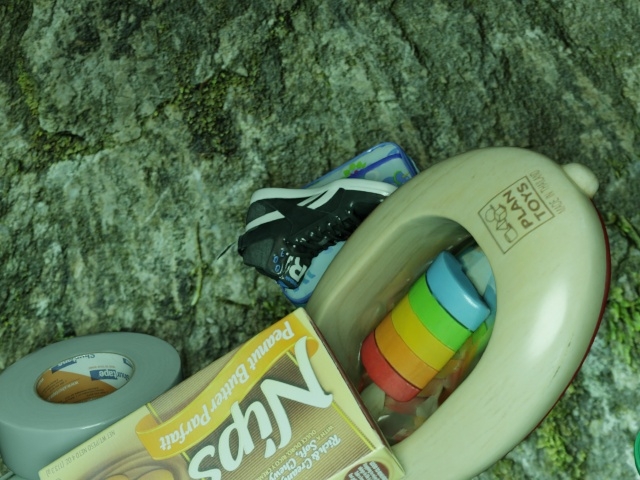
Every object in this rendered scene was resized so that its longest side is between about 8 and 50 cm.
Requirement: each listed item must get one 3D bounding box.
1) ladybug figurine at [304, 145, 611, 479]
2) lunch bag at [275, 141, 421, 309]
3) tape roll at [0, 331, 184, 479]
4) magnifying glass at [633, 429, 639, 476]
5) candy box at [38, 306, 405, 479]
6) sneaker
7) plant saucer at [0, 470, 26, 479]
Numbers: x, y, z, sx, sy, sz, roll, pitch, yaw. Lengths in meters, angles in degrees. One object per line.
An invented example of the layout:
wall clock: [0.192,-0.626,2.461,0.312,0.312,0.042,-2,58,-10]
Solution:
ladybug figurine: [0.140,0.095,1.126,0.449,0.162,0.305,-48,50,28]
lunch bag: [0.040,-0.012,1.348,0.219,0.090,0.176,-27,51,12]
tape roll: [-0.262,0.186,1.230,0.219,0.072,0.219,-6,22,2]
magnifying glass: [0.406,0.283,1.122,0.092,0.026,0.231,-19,49,-5]
candy box: [-0.100,0.228,1.054,0.317,0.087,0.183,-31,53,-1]
sneaker: [0.000,0.000,1.262,0.217,0.079,0.121,-4,63,37]
plant saucer: [-0.255,0.368,1.127,0.401,0.100,0.400,-5,52,6]
